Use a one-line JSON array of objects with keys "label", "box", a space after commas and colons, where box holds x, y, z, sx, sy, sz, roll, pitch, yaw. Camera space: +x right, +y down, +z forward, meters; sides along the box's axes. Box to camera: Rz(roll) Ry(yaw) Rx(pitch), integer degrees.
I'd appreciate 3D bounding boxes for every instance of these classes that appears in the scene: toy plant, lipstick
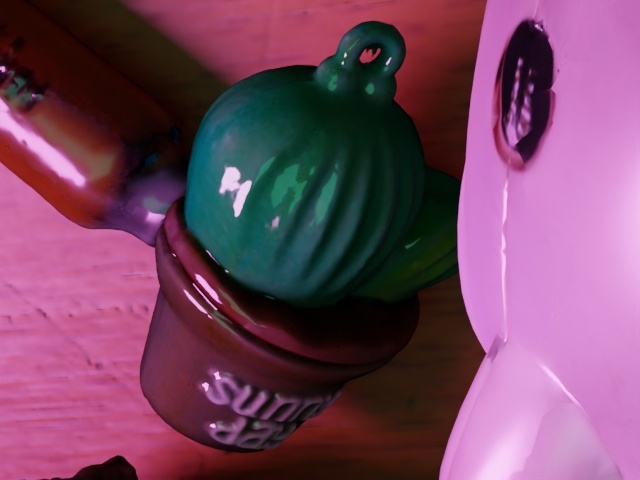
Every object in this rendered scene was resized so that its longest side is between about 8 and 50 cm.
[{"label": "toy plant", "box": [0.000, 0.000, 0.648, 0.143, 0.105, 0.200, 14, 123, -32]}, {"label": "lipstick", "box": [-0.222, -0.141, 0.706, 0.418, 0.077, 0.077, 38, 110, 4]}]

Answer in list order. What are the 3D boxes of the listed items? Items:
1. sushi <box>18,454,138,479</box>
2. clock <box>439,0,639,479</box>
[{"label": "sushi", "box": [-0.093, 0.273, 0.651, 0.294, 0.299, 0.281, 41, 83, 2]}, {"label": "clock", "box": [0.232, -0.022, 0.418, 0.377, 0.250, 0.368, 2, 106, -20]}]
